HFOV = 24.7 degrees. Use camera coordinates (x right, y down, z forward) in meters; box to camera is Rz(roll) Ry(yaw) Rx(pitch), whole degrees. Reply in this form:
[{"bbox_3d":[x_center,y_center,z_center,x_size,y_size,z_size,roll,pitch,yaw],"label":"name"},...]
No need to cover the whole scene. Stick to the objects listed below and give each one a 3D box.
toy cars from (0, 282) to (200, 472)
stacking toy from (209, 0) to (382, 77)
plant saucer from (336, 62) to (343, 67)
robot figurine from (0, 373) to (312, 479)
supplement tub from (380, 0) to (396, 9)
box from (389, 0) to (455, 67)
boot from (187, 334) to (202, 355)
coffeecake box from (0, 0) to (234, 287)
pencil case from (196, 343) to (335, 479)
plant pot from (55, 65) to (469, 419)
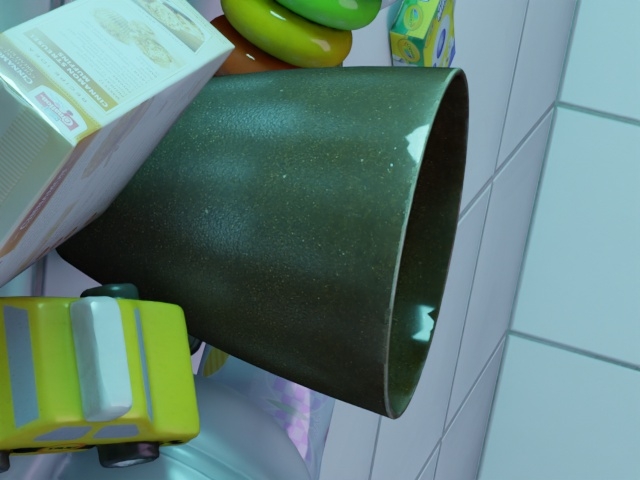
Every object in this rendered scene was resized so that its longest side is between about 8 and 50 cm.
[{"bbox_3d":[-0.064,0.138,0.815,0.087,0.393,0.176,-23,-151,48],"label":"toy cars"},{"bbox_3d":[-0.014,-0.172,0.982,0.330,0.141,0.141,-58,171,22],"label":"stacking toy"},{"bbox_3d":[-0.024,-0.124,1.231,0.188,0.045,0.188,-57,157,-46],"label":"plant saucer"},{"bbox_3d":[-0.125,0.228,0.928,0.300,0.199,0.353,57,45,-37],"label":"robot figurine"},{"bbox_3d":[0.041,-0.273,1.129,0.200,0.144,0.144,-55,155,-50],"label":"supplement tub"},{"bbox_3d":[0.115,-0.228,1.622,0.179,0.043,0.105,74,35,-59],"label":"box"},{"bbox_3d":[-0.097,0.033,1.152,0.087,0.042,0.118,83,28,-68],"label":"boot"},{"bbox_3d":[-0.140,-0.049,0.744,0.142,0.068,0.185,-47,180,29],"label":"coffeecake box"},{"bbox_3d":[-0.031,0.092,1.151,0.124,0.113,0.273,30,68,-34],"label":"pencil case"},{"bbox_3d":[-0.042,-0.019,0.910,0.215,0.230,0.215,11,90,-78],"label":"plant pot"}]
